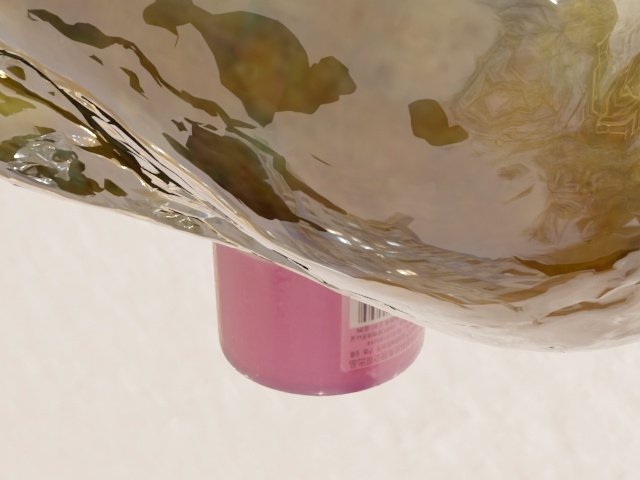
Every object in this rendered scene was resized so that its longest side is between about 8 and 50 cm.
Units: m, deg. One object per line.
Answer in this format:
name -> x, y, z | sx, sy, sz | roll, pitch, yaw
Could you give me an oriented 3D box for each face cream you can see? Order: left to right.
face cream -> 0.000, 0.000, 1.388 | 0.175, 0.175, 0.195 | 31, 132, 42

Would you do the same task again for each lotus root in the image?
lotus root -> 0.018, -0.052, 0.477 | 0.260, 0.149, 0.267 | 25, 155, 20
